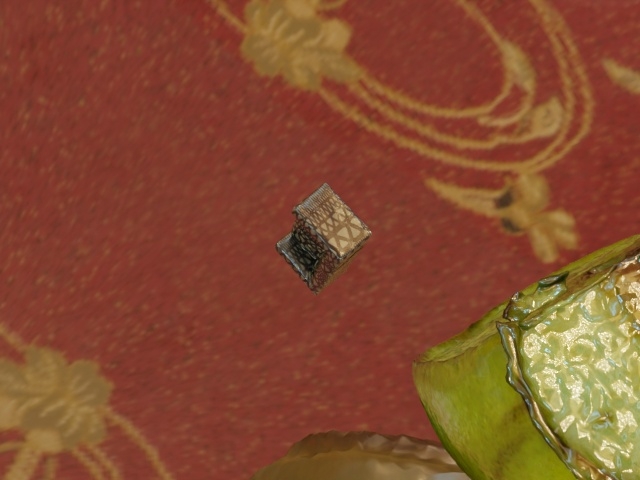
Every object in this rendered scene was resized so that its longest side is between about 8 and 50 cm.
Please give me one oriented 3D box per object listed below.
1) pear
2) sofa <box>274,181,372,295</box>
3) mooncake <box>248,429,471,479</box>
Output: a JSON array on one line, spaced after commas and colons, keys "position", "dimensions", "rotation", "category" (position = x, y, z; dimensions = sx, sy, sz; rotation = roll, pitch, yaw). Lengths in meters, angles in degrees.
[{"position": [0.156, 0.092, 0.944], "dimensions": [0.238, 0.255, 0.164], "rotation": [-26, 87, -30], "category": "pear"}, {"position": [0.000, 0.000, 1.354], "dimensions": [0.039, 0.118, 0.060], "rotation": [-38, 84, -18], "category": "sofa"}, {"position": [0.111, 0.341, 1.501], "dimensions": [0.393, 0.394, 0.246], "rotation": [2, 59, 18], "category": "mooncake"}]
